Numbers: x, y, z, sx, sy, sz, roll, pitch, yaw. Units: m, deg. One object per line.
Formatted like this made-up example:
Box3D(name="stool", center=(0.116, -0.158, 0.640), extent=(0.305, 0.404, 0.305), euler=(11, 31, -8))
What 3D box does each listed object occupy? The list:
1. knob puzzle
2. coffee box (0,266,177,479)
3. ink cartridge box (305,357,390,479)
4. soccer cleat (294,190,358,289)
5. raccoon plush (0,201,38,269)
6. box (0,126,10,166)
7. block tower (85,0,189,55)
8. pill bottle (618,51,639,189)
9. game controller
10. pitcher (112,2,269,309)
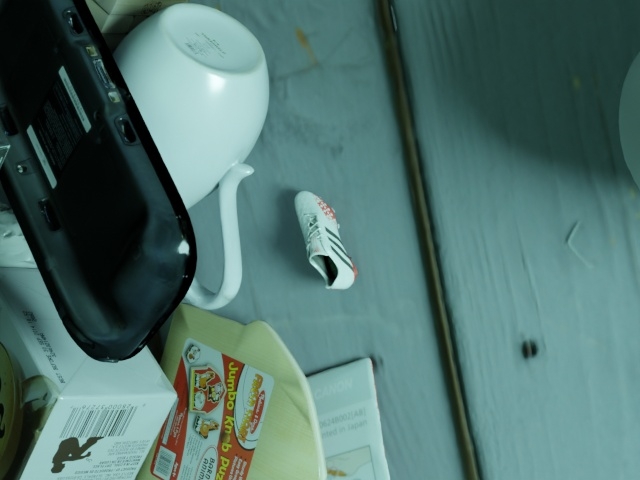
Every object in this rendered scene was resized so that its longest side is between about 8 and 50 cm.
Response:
Box3D(name="knob puzzle", center=(-0.064, 0.158, 1.005), extent=(0.213, 0.030, 0.213), euler=(-7, 79, 38))
Box3D(name="coffee box", center=(-0.259, 0.190, 1.083), extent=(0.168, 0.118, 0.297), euler=(51, 123, 39))
Box3D(name="ink cartridge box", center=(-0.017, 0.321, 1.018), extent=(0.308, 0.091, 0.385), euler=(-23, 69, 34))
Box3D(name="soccer cleat", center=(0.000, 0.000, 0.954), extent=(0.029, 0.035, 0.083), euler=(-29, 82, 34))
Box3D(name="raccoon plush", center=(-0.439, -0.118, 1.183), extent=(0.446, 0.216, 0.299), euler=(4, 86, 2))
Box3D(name="box", center=(-0.322, -0.085, 0.985), extent=(0.184, 0.045, 0.191), euler=(61, 139, 20))
Box3D(name="block tower", center=(-0.116, -0.277, 0.948), extent=(0.097, 0.091, 0.335), euler=(43, 118, 20))
Box3D(name="pill bottle", center=(0.294, -0.076, 0.619), extent=(0.301, 0.169, 0.169), euler=(-6, 96, 63))
Box3D(name="game controller", center=(-0.187, -0.072, 0.922), extent=(0.166, 0.067, 0.319), euler=(-43, 66, 36))
Box3D(name="pitcher", center=(-0.102, -0.060, 0.965), extent=(0.178, 0.125, 0.207), euler=(42, 128, 13))
